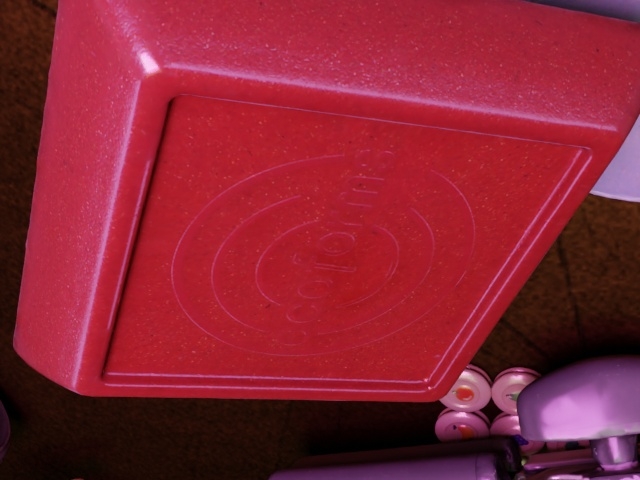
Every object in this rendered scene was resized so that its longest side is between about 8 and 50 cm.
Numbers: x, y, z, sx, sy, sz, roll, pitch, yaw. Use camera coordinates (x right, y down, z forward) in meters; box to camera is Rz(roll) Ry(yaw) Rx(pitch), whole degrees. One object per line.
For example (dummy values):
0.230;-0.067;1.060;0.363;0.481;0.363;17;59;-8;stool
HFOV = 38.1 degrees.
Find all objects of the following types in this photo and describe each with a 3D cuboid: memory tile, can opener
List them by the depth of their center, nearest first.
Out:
0.096;0.129;0.587;0.284;0.076;0.095;-11;86;24;can opener
0.132;0.144;0.623;0.113;0.012;0.148;4;124;15;memory tile

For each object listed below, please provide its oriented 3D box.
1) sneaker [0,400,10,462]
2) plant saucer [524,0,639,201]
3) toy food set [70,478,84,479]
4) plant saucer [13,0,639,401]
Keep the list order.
-0.280;0.075;0.657;0.118;0.083;0.222;-25;112;29;sneaker
0.159;-0.110;0.430;0.195;0.037;0.195;8;125;11;plant saucer
-0.177;0.269;0.773;0.128;0.071;0.218;-35;111;7;toy food set
0.000;0.000;0.433;0.259;0.047;0.258;5;136;-20;plant saucer
